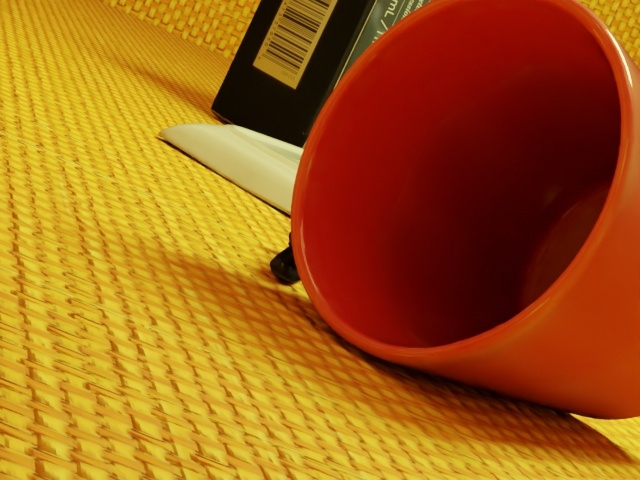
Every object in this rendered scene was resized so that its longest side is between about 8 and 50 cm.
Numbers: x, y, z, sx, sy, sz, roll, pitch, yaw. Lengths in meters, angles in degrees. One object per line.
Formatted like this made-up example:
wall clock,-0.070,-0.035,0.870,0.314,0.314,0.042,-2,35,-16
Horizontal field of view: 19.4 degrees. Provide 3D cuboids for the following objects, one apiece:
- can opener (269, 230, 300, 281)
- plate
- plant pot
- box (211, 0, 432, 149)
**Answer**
can opener,0.000,0.000,1.426,0.073,0.059,0.186,27,7,11
plate,0.017,-0.044,1.881,0.277,0.045,0.278,18,10,-47
plant pot,0.156,-0.003,1.290,0.243,0.275,0.275,32,0,-44
box,0.112,-0.208,2.411,0.395,0.293,0.212,18,10,-42
